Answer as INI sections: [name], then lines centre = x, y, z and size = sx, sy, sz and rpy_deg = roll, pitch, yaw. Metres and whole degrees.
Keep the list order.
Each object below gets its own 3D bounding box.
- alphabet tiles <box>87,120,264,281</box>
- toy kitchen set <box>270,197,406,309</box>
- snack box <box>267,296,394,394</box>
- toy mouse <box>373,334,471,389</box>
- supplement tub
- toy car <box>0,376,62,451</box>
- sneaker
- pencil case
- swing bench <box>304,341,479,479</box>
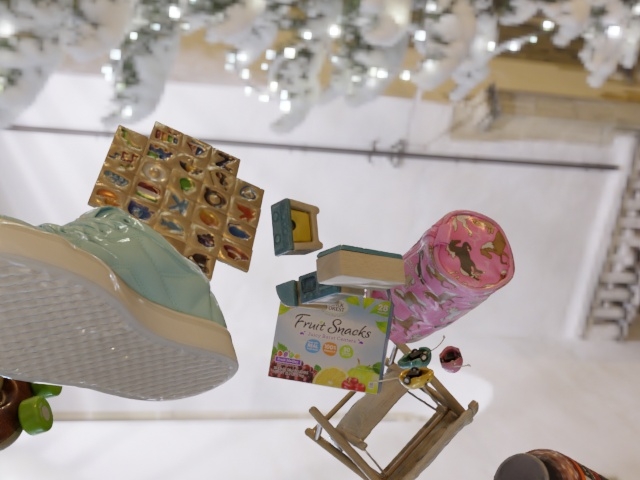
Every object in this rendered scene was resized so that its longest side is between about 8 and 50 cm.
[alphabet tiles]
centre = -0.237, -0.074, 1.998
size = 0.011, 0.285, 0.343
rpy_deg = -57, -164, 36
[toy kitchen set]
centre = 0.000, 0.000, 1.671
size = 0.207, 0.122, 0.166
rpy_deg = -21, -112, 45
[snack box]
centre = 0.020, 0.183, 2.163
size = 0.070, 0.207, 0.175
rpy_deg = 44, 55, -79
[toy mouse]
centre = 0.188, 0.206, 1.967
size = 0.143, 0.161, 0.031
rpy_deg = -48, 123, -56
[supplement tub]
centre = 0.274, 0.302, 1.352
size = 0.106, 0.198, 0.106
rpy_deg = -17, -121, 31
[toy car]
centre = -0.463, 0.180, 1.579
size = 0.149, 0.155, 0.188
rpy_deg = -94, 163, -59
[sneaker]
centre = -0.205, 0.032, 0.983
size = 0.366, 0.135, 0.150
rpy_deg = 41, 24, -60
[pencil case]
centre = 0.211, 0.072, 2.163
size = 0.386, 0.167, 0.160
rpy_deg = 135, -59, -63
[swing bench]
centre = 0.145, 0.370, 2.408
size = 0.254, 0.253, 0.165
rpy_deg = 41, -22, 15
